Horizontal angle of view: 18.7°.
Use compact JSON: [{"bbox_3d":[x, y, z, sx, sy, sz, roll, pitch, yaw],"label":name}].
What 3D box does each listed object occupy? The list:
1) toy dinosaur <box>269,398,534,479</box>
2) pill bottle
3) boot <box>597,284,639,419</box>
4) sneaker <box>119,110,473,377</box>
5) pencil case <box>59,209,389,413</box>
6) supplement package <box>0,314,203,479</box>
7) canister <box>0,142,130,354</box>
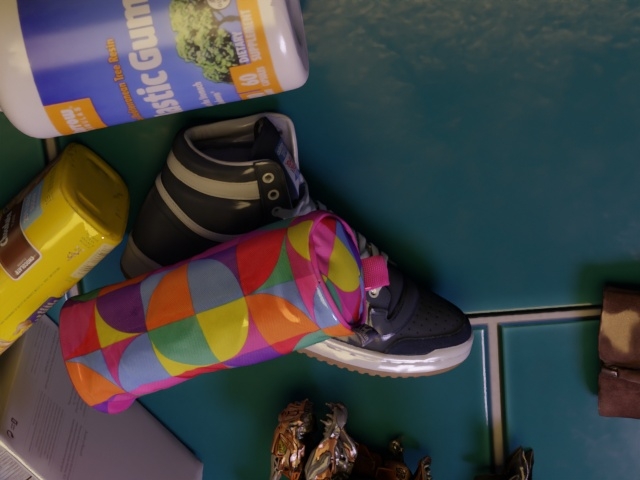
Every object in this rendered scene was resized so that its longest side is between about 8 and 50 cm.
[{"bbox_3d":[0.074,0.263,1.626,0.218,0.164,0.322,-13,137,22],"label":"toy dinosaur"},{"bbox_3d":[-0.154,-0.156,1.375,0.272,0.152,0.152,-11,117,5],"label":"pill bottle"},{"bbox_3d":[0.332,0.138,1.587,0.207,0.090,0.248,-1,120,14],"label":"boot"},{"bbox_3d":[0.000,0.000,1.488,0.282,0.099,0.153,17,118,-6],"label":"sneaker"},{"bbox_3d":[-0.074,0.053,1.419,0.236,0.104,0.104,-17,117,22],"label":"pencil case"},{"bbox_3d":[-0.219,0.204,1.539,0.149,0.194,0.203,-37,111,19],"label":"supplement package"},{"bbox_3d":[-0.226,0.015,1.481,0.170,0.126,0.073,-42,109,17],"label":"canister"}]
